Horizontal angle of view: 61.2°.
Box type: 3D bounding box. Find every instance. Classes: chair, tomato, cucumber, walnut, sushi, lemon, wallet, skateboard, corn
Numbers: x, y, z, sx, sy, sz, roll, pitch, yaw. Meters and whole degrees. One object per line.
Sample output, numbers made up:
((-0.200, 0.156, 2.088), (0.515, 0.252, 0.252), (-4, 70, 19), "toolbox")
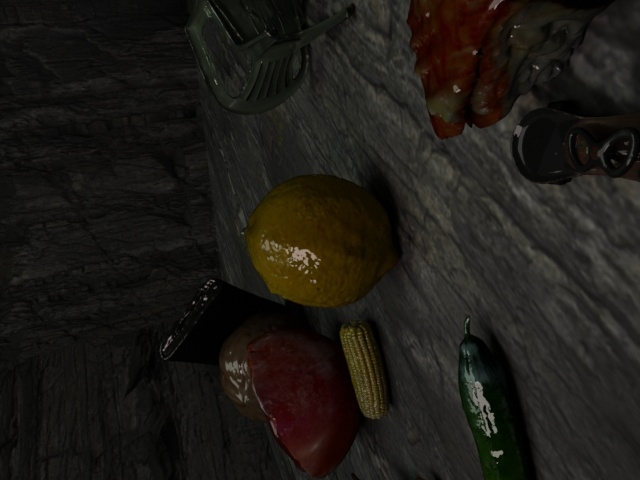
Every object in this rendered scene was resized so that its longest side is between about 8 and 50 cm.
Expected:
((-0.083, -0.328, 0.841), (0.191, 0.203, 0.274), (67, 159, -5), "chair")
((-0.003, 0.300, 1.089), (0.309, 0.170, 0.309), (52, -169, -14), "tomato")
((0.190, 0.205, 0.587), (0.056, 0.056, 0.250), (166, 89, -73), "cucumber")
((-0.134, 0.312, 1.357), (0.227, 0.273, 0.273), (24, 141, 14), "walnut")
((0.143, -0.201, 0.345), (0.332, 0.129, 0.124), (99, 148, -62), "sushi")
((0.000, 0.000, 0.782), (0.192, 0.231, 0.192), (10, -90, -86), "lemon")
((-0.239, 0.233, 1.435), (0.062, 0.228, 0.406), (38, 179, 26), "wallet")
((0.185, -0.064, 0.363), (0.151, 0.080, 0.067), (-156, 61, -67), "skateboard")
((0.078, 0.222, 0.941), (0.085, 0.063, 0.165), (-7, 97, 63), "corn")

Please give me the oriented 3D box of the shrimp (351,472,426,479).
((0.143, 0.412, 0.880), (0.262, 0.066, 0.117), (14, 102, 55), "shrimp")
